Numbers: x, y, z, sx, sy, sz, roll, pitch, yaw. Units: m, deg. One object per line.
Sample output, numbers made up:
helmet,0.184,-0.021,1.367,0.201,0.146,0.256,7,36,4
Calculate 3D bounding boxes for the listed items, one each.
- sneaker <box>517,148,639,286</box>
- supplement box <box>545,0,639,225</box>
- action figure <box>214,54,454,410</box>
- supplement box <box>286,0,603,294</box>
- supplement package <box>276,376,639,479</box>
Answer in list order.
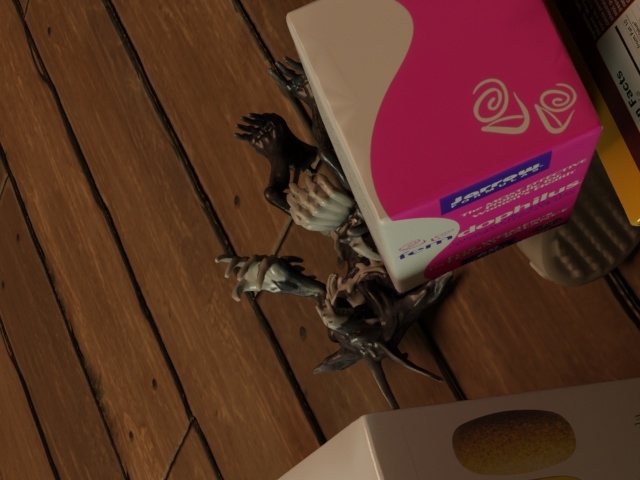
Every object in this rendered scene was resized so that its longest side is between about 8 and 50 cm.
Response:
sneaker,0.156,-0.158,0.846,0.150,0.135,0.366,44,129,42
supplement box,0.242,-0.115,0.657,0.194,0.191,0.129,-50,53,48
action figure,0.000,0.000,1.114,0.164,0.141,0.276,-44,54,37
supplement box,0.064,-0.057,0.725,0.220,0.111,0.114,59,-172,-77
supplement package,0.113,0.174,0.844,0.134,0.244,0.139,-45,56,50
